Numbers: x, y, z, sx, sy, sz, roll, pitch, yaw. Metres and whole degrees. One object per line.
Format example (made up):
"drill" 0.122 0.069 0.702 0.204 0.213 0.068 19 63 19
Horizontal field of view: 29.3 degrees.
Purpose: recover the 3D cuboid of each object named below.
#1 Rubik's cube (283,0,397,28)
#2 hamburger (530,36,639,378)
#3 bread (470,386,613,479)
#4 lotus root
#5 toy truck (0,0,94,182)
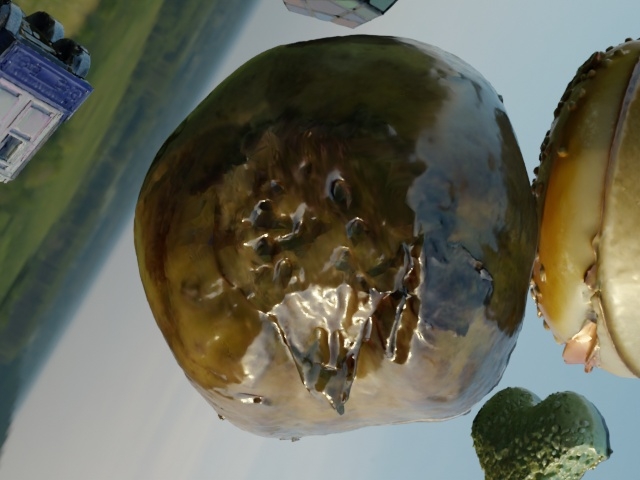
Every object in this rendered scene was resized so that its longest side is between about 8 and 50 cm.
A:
"Rubik's cube" 0.017 -0.214 0.854 0.133 0.133 0.112 -58 -138 10
"hamburger" 0.211 -0.022 0.811 0.237 0.147 0.237 1 90 -65
"bread" 0.256 0.263 1.525 0.232 0.064 0.172 1 -109 62
"lotus root" 0.000 0.000 0.726 0.272 0.272 0.192 -59 167 3
"toy truck" -0.350 -0.192 1.176 0.155 0.268 0.124 -49 145 6
